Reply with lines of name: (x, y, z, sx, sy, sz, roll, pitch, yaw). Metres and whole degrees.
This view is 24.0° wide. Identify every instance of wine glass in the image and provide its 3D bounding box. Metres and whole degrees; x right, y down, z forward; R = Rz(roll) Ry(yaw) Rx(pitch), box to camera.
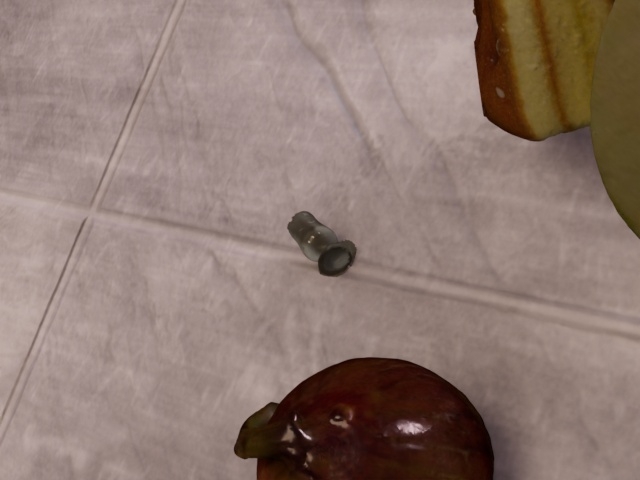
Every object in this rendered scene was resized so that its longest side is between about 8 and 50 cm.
wine glass: (0.000, 0.000, 1.440, 0.042, 0.039, 0.083, -57, 34, 10)

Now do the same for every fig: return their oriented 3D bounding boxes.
fig: (0.028, 0.180, 1.176, 0.205, 0.205, 0.205, -27, 50, 37)

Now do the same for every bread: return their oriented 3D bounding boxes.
bread: (0.168, -0.179, 1.174, 0.111, 0.234, 0.184, -10, 98, 6)

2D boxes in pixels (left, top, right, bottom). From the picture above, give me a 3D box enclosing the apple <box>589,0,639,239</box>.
apple: (0.329, -0.045, 0.851, 0.360, 0.312, 0.320, 134, 135, -63)
